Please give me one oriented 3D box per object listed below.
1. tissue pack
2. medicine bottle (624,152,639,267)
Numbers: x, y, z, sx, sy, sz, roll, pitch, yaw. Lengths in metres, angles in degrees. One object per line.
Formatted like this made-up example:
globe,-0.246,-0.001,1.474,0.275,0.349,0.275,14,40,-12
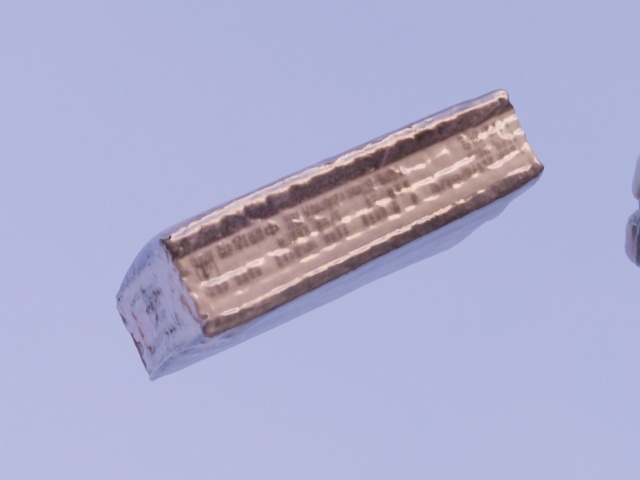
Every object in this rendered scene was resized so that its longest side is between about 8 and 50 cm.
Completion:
tissue pack,0.000,0.000,0.628,0.156,0.112,0.051,-24,-97,-21
medicine bottle,0.293,-0.013,0.943,0.188,0.119,0.094,24,-47,29
